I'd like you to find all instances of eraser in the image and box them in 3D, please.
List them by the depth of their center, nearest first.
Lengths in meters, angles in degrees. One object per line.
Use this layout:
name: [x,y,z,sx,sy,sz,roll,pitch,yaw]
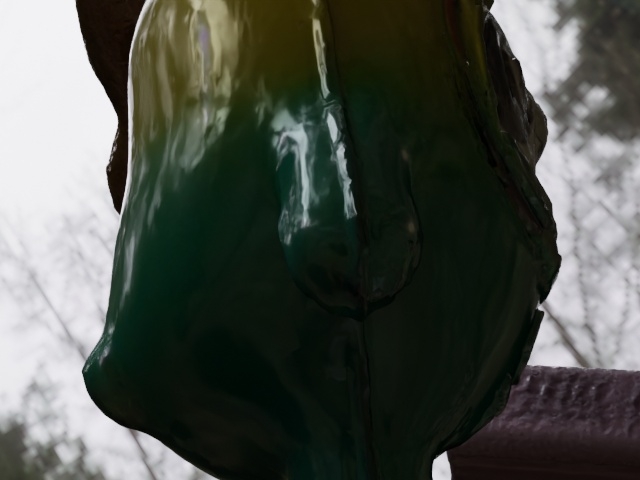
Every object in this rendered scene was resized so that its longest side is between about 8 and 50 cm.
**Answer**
eraser: [0.287,0.228,1.428,0.359,0.122,0.272,4,-52,14]

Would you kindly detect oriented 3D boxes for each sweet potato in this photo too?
sweet potato: [-0.126,-0.133,1.236,0.067,0.059,0.281,-41,-36,-32]

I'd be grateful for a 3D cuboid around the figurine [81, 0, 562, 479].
figurine: [0.000,0.000,0.879,0.231,0.340,0.323,-5,-16,-5]
